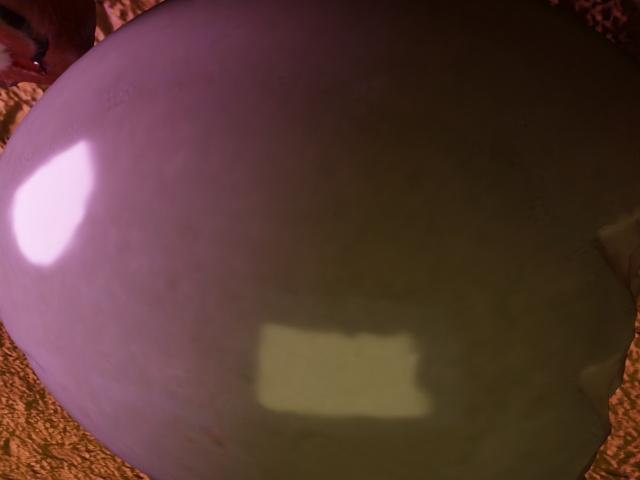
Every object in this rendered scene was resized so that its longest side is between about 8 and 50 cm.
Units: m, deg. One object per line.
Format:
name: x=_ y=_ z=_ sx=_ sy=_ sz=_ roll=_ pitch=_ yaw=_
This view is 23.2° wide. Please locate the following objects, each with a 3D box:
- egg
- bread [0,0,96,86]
egg: x=0.000 y=0.000 z=0.763 sx=0.336 sy=0.278 sz=0.278 roll=11 pitch=142 yaw=17
bread: x=-0.248 y=-0.163 z=0.787 sx=0.244 sy=0.123 sz=0.190 roll=2 pitch=158 yaw=18
